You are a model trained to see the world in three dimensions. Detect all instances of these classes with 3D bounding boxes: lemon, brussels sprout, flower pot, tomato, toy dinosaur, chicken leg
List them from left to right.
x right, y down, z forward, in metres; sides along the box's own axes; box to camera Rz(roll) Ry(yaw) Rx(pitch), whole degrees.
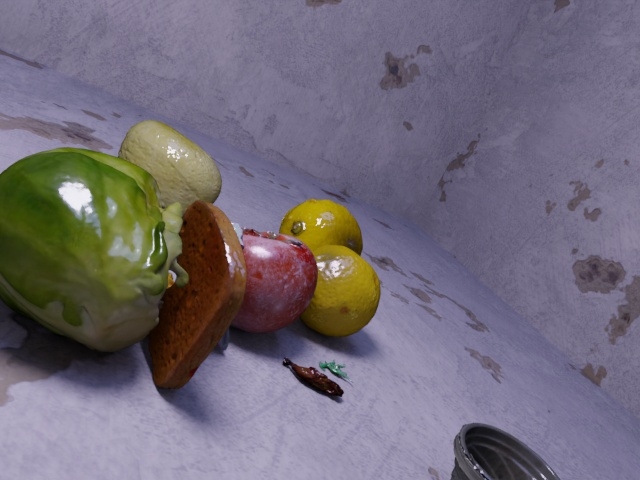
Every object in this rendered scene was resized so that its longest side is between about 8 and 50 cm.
[{"bbox_3d":[-0.408,0.007,1.016,0.314,0.276,0.371,9,41,-45],"label":"brussels sprout"},{"bbox_3d":[-0.141,0.088,1.328,0.270,0.227,0.270,12,5,-1],"label":"tomato"},{"bbox_3d":[-0.015,0.286,1.263,0.144,0.038,0.062,29,-8,1],"label":"chicken leg"},{"bbox_3d":[0.002,0.001,1.851,0.260,0.261,0.284,32,19,15],"label":"lemon"},{"bbox_3d":[0.032,0.125,1.510,0.228,0.228,0.253,37,-2,33],"label":"lemon"},{"bbox_3d":[0.034,0.293,1.357,0.062,0.021,0.083,9,19,-33],"label":"toy dinosaur"},{"bbox_3d":[0.317,0.454,1.078,0.235,0.141,0.235,24,16,-7],"label":"flower pot"}]

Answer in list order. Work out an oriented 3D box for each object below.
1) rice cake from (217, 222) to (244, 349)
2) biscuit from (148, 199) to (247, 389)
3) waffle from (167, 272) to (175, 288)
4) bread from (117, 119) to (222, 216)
[{"bbox_3d":[-0.186,0.093,1.148,0.051,0.291,0.081,-6,39,-27],"label":"rice cake"},{"bbox_3d":[-0.221,0.088,1.041,0.052,0.277,0.262,20,24,-38],"label":"biscuit"},{"bbox_3d":[-0.339,0.122,1.211,0.231,0.051,0.228,36,13,25],"label":"waffle"},{"bbox_3d":[-0.443,-0.206,1.766,0.320,0.237,0.320,29,16,-9],"label":"bread"}]
